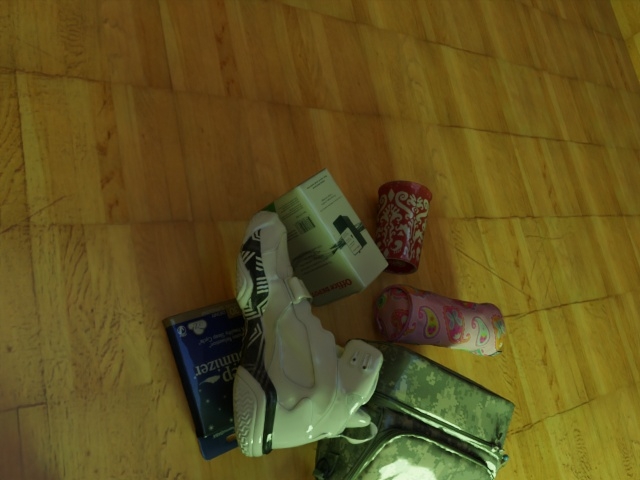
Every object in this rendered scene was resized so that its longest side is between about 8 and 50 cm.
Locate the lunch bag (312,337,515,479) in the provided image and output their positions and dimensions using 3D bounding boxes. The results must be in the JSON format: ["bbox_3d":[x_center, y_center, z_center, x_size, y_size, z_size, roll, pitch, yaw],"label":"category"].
[{"bbox_3d":[0.154,0.340,0.961,0.305,0.212,0.256,30,74,-23],"label":"lunch bag"}]

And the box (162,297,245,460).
[{"bbox_3d":[-0.151,0.213,0.888,0.136,0.036,0.225,-13,82,-39],"label":"box"}]

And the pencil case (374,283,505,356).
[{"bbox_3d":[0.246,0.167,1.142,0.284,0.124,0.124,15,65,-32],"label":"pencil case"}]

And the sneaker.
[{"bbox_3d":[-0.018,0.132,0.853,0.210,0.137,0.365,-1,74,0],"label":"sneaker"}]

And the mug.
[{"bbox_3d":[0.180,-0.017,1.167,0.150,0.113,0.169,23,64,-26],"label":"mug"}]

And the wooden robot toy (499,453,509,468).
[{"bbox_3d":[0.297,0.439,1.123,0.173,0.076,0.079,-2,39,-36],"label":"wooden robot toy"}]

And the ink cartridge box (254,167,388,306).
[{"bbox_3d":[0.000,0.000,1.002,0.087,0.153,0.208,-37,97,-40],"label":"ink cartridge box"}]
